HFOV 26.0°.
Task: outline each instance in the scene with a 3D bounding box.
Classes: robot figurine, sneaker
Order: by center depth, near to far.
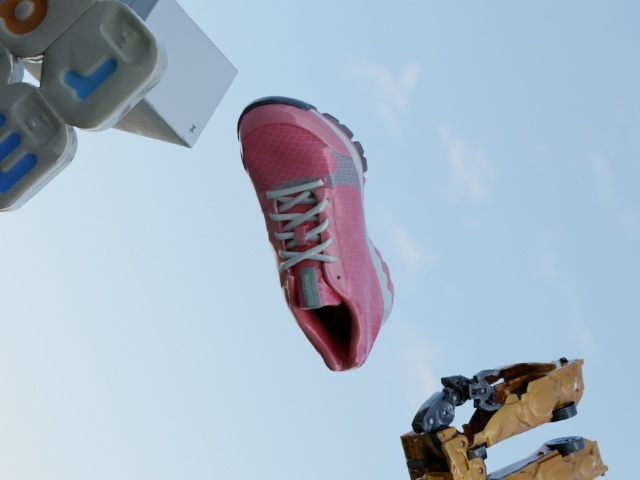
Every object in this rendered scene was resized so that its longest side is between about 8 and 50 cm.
[{"bbox_3d":[0.001,0.000,1.409,0.136,0.116,0.313,-77,149,-54],"label":"sneaker"},{"bbox_3d":[0.202,0.238,1.561,0.085,0.291,0.211,-11,-88,50],"label":"robot figurine"}]

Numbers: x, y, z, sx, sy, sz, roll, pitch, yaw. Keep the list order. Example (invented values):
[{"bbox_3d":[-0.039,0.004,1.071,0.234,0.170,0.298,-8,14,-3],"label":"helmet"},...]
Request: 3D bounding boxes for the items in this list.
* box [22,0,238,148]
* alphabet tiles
[{"bbox_3d":[-0.188,-0.170,1.290,0.170,0.091,0.130,16,-20,39],"label":"box"},{"bbox_3d":[-0.219,-0.159,0.825,0.284,0.278,0.021,50,7,15],"label":"alphabet tiles"}]
